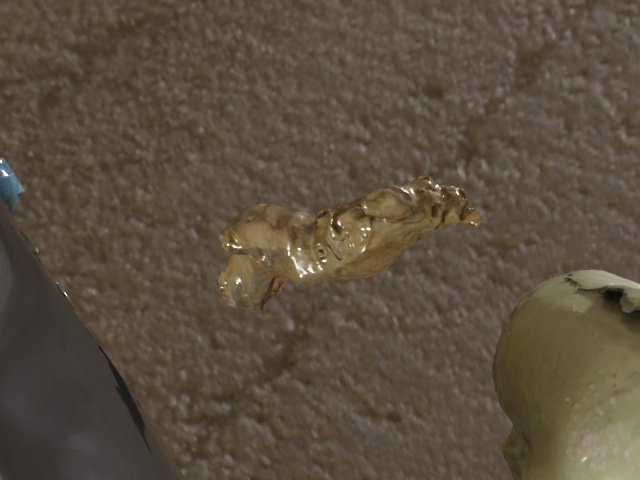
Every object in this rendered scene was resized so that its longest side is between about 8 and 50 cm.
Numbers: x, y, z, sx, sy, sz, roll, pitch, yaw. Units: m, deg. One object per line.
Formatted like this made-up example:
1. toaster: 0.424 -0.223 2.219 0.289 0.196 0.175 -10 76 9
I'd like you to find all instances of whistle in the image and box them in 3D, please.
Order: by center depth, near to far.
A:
1. whistle: -0.415 -0.059 1.647 0.090 0.090 0.158 -43 9 -17

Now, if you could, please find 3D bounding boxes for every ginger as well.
1. ginger: 0.002 -0.001 1.134 0.290 0.122 0.084 -20 77 47

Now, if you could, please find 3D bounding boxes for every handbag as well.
1. handbag: -0.107 0.145 0.573 0.152 0.342 0.288 -20 46 -2

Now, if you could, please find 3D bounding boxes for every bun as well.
1. bun: 0.178 0.117 0.639 0.239 0.239 0.141 37 91 36
